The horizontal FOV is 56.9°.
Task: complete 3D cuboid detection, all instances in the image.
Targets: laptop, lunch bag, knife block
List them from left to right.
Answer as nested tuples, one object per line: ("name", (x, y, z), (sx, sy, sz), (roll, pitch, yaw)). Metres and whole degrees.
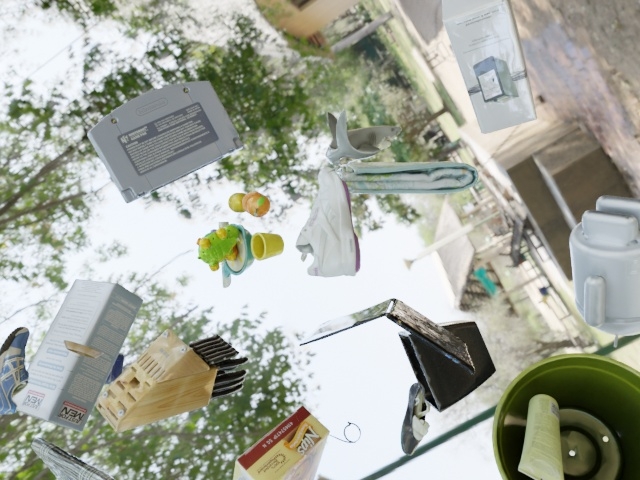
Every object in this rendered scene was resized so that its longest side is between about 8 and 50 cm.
("lunch bag", (-0.641, 0.384, 1.775), (0.065, 0.067, 0.098), (11, -97, -52))
("knife block", (-0.286, 0.309, 1.236), (0.088, 0.275, 0.242), (29, 157, 39))
("laptop", (0.126, 0.190, 1.078), (0.264, 0.136, 0.234), (33, -173, 7))

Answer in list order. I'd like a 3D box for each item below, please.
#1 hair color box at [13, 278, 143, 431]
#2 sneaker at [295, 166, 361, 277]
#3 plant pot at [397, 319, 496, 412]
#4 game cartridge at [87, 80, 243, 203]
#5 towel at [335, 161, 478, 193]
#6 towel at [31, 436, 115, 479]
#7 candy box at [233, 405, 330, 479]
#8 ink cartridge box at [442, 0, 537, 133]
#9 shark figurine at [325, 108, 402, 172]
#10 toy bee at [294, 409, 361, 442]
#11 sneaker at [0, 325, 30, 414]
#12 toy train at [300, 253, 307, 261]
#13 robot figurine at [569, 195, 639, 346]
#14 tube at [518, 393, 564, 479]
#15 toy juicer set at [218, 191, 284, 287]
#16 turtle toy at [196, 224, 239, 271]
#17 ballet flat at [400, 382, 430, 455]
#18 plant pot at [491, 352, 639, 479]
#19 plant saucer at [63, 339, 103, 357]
("hair color box", (-0.645, 0.296, 1.573), (0.113, 0.185, 0.374), (48, -127, -46))
("sneaker", (0.006, -0.049, 1.425), (0.114, 0.152, 0.305), (77, -176, -59))
("plant pot", (0.307, 0.280, 1.418), (0.188, 0.167, 0.187), (86, 161, -84))
("game cartridge", (-0.345, -0.233, 1.316), (0.198, 0.297, 0.062), (61, 158, -1))
("towel", (0.235, -0.193, 1.739), (0.320, 0.375, 0.090), (-111, 21, -79))
("towel", (-0.487, 0.592, 1.301), (0.056, 0.312, 0.324), (-45, -52, -39))
("candy box", (-0.094, 0.505, 1.227), (0.088, 0.316, 0.183), (38, -133, 26))
("ink cartridge box", (0.327, -0.377, 1.144), (0.273, 0.115, 0.198), (55, -148, -42))
("shark figurine", (0.041, -0.195, 1.120), (0.116, 0.166, 0.278), (66, -156, -4))
("toy bee", (-0.044, 0.670, 1.956), (0.298, 0.162, 0.195), (18, -104, -21))
("sneaker", (-0.691, 0.293, 1.322), (0.081, 0.080, 0.211), (17, -127, -16))
("toy train", (0.000, 0.000, 1.616), (0.166, 0.046, 0.125), (-37, -43, -64))
("robot figurine", (0.691, 0.075, 1.367), (0.200, 0.300, 0.353), (19, 134, 49))
("tube", (0.441, 0.399, 1.176), (0.062, 0.070, 0.240), (70, -155, -13))
("toy juicer set", (-0.224, -0.012, 1.519), (0.090, 0.329, 0.209), (-6, -105, -36))
("turtle toy", (-0.249, 0.008, 1.443), (0.066, 0.130, 0.095), (26, 141, 44))
("ballet flat", (0.264, 0.477, 1.600), (0.074, 0.074, 0.203), (49, -137, -36))
("plant pot", (0.586, 0.473, 1.335), (0.366, 0.367, 0.353), (68, -172, 28))
("plant saucer", (-0.495, 0.228, 1.225), (0.083, 0.083, 0.015), (43, -123, -48))
